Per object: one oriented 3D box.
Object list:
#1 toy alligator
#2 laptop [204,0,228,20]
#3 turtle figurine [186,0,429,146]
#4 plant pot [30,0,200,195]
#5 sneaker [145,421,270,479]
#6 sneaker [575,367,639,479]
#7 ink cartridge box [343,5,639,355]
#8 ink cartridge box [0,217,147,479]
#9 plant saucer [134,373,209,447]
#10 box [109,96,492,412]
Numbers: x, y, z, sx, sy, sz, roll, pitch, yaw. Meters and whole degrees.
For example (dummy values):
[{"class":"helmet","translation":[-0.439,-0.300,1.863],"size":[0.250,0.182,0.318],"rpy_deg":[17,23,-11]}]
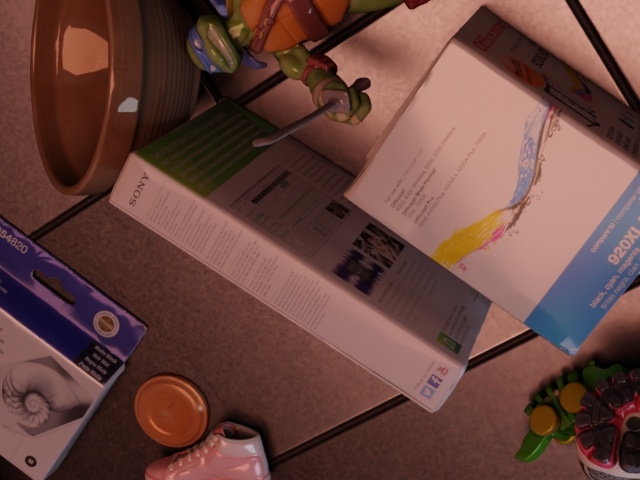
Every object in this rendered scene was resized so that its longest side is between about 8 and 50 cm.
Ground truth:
[{"class":"toy alligator","translation":[0.250,0.139,1.208],"size":[0.189,0.056,0.051],"rpy_deg":[-41,51,21]},{"class":"laptop","translation":[-0.086,-0.325,1.099],"size":[0.234,0.264,0.137],"rpy_deg":[-35,59,24]},{"class":"turtle figurine","translation":[0.013,-0.205,1.045],"size":[0.266,0.275,0.198],"rpy_deg":[-31,79,1]},{"class":"plant pot","translation":[-0.181,-0.159,1.175],"size":[0.109,0.237,0.237],"rpy_deg":[-2,115,-29]},{"class":"sneaker","translation":[-0.120,0.222,1.347],"size":[0.134,0.051,0.070],"rpy_deg":[-1,110,11]},{"class":"sneaker","translation":[0.375,0.156,1.149],"size":[0.299,0.121,0.112],"rpy_deg":[-8,147,7]},{"class":"ink cartridge box","translation":[0.173,-0.057,1.094],"size":[0.232,0.171,0.168],"rpy_deg":[35,114,2]},{"class":"ink cartridge box","translation":[-0.329,0.116,1.376],"size":[0.223,0.045,0.224],"rpy_deg":[36,114,3]},{"class":"plant saucer","translation":[-0.158,0.181,1.364],"size":[0.083,0.013,0.083],"rpy_deg":[5,109,15]},{"class":"box","translation":[0.000,0.000,1.134],"size":[0.322,0.232,0.058],"rpy_deg":[34,114,4]}]
